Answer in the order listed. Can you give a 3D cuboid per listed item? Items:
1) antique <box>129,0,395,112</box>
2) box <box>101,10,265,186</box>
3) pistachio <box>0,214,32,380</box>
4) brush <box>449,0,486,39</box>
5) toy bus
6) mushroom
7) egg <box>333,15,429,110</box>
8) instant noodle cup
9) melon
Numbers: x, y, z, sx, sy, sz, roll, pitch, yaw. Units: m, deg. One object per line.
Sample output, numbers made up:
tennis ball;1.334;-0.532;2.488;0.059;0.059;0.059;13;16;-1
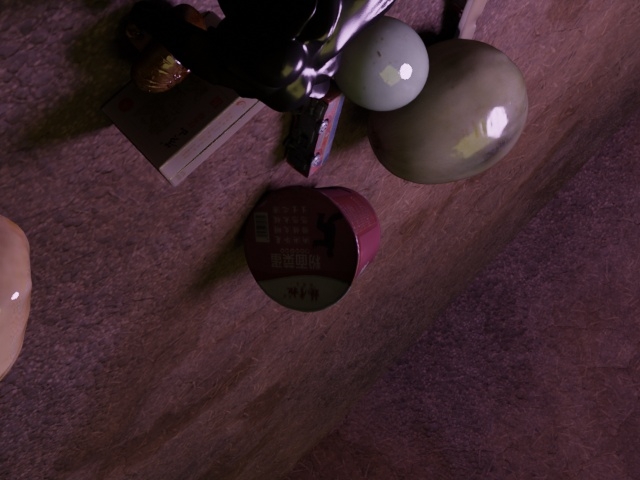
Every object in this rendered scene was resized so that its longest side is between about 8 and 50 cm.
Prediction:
antique;-0.043;-0.305;1.192;0.322;0.255;0.185;-42;162;-11
box;-0.167;-0.187;1.360;0.201;0.141;0.058;-44;155;-7
pistachio;-0.473;0.098;1.249;0.309;0.230;0.230;-37;159;-9
brush;0.260;-0.409;1.891;0.060;0.050;0.321;-41;167;-17
toy bus;-0.008;-0.193;1.763;0.077;0.065;0.192;-40;161;-32
mushroom;-0.190;-0.238;1.293;0.126;0.085;0.109;-56;158;-10
egg;0.094;-0.283;1.656;0.149;0.149;0.192;-50;152;14
instant noodle cup;0.000;0.000;1.941;0.235;0.235;0.178;-55;166;26
melon;0.236;-0.231;1.886;0.308;0.272;0.272;-39;161;8
